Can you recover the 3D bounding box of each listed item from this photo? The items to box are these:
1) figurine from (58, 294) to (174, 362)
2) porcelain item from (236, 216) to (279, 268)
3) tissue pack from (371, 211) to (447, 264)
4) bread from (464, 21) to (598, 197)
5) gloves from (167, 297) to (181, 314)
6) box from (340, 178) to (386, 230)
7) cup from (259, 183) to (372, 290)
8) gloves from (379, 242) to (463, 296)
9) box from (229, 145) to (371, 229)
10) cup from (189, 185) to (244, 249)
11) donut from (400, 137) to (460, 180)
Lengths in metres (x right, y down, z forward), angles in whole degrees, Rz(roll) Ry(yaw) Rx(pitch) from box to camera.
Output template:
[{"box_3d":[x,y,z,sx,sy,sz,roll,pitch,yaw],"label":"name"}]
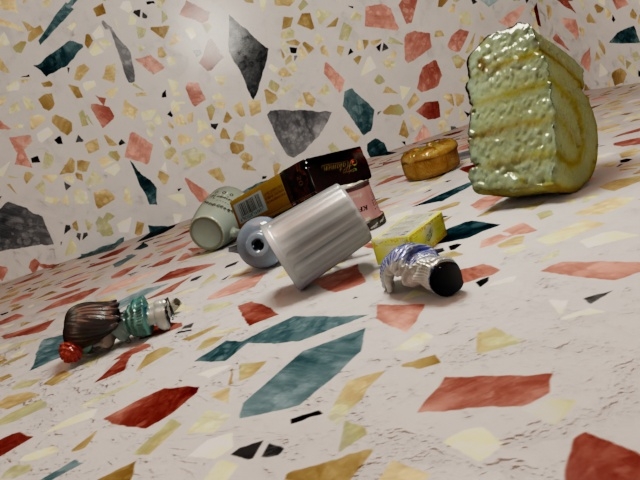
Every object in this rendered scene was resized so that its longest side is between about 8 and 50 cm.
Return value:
[{"box_3d":[-0.455,0.188,1.463,0.245,0.110,0.138,-12,29,-4],"label":"figurine"},{"box_3d":[-0.153,0.002,1.815,0.141,0.141,0.259,-17,3,4],"label":"porcelain item"},{"box_3d":[0.200,-0.006,1.458,0.095,0.062,0.176,-7,15,37],"label":"tissue pack"},{"box_3d":[0.520,-0.300,1.597,0.264,0.396,0.239,-2,-2,-40],"label":"bread"},{"box_3d":[-0.369,0.163,1.598,0.081,0.037,0.044,-24,-18,24],"label":"gloves"},{"box_3d":[0.099,-0.096,1.871,0.151,0.135,0.151,-16,11,3],"label":"box"},{"box_3d":[-0.008,-0.013,1.461,0.202,0.167,0.221,-32,4,0],"label":"cup"},{"box_3d":[0.173,0.051,1.190,0.119,0.097,0.229,10,-6,-24],"label":"gloves"},{"box_3d":[-0.067,-0.163,2.107,0.264,0.116,0.415,-18,-4,-42],"label":"box"},{"box_3d":[-0.328,-0.063,2.361,0.257,0.187,0.234,12,26,8],"label":"cup"},{"box_3d":[0.403,-0.299,2.421,0.226,0.114,0.226,-17,12,4],"label":"donut"}]
